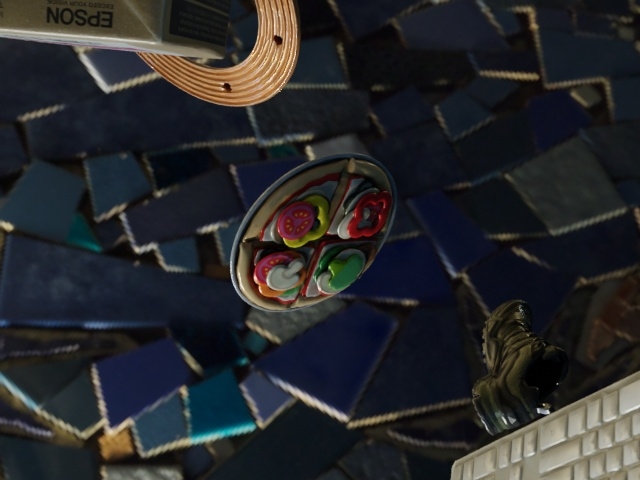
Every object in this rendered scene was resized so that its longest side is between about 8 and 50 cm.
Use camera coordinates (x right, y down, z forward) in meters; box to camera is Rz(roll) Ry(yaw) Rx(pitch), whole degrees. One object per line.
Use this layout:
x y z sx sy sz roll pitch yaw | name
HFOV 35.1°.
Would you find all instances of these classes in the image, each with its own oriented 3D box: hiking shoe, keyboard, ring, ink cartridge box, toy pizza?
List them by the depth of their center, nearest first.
0.114 0.095 0.412 0.256 0.014 0.072 133 -33 -55 | keyboard
-0.198 -0.191 0.754 0.193 0.234 0.088 -39 135 -79 | ink cartridge box
0.000 0.000 1.045 0.201 0.032 0.201 -23 137 -22 | toy pizza
-0.163 -0.322 1.303 0.032 0.336 0.337 -49 167 -37 | ring
0.270 0.157 1.306 0.114 0.086 0.227 -14 -148 28 | hiking shoe
